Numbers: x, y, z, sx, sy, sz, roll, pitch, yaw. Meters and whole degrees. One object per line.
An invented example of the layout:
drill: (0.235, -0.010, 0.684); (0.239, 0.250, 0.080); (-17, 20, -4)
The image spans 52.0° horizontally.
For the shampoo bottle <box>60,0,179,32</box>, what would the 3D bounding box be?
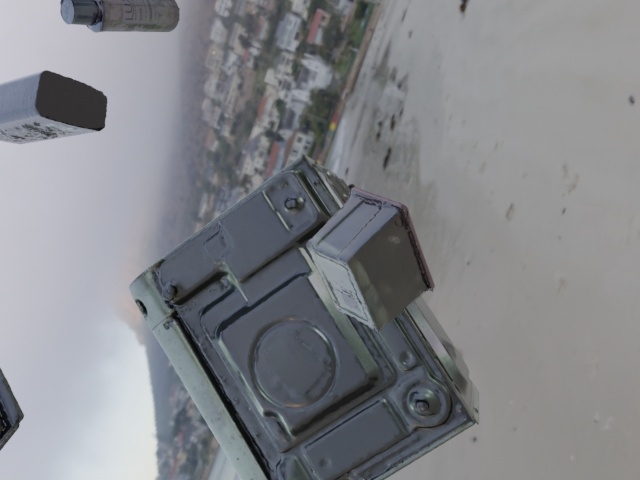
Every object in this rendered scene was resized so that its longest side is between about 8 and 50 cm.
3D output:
shampoo bottle: (-0.344, -0.394, 1.136); (0.214, 0.072, 0.072); (-22, -40, -50)

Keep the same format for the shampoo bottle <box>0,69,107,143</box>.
shampoo bottle: (-0.430, -0.177, 0.933); (0.098, 0.309, 0.071); (8, -96, -50)

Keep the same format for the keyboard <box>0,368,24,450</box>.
keyboard: (-0.380, 0.132, 0.684); (0.094, 0.230, 0.025); (-48, -30, 9)

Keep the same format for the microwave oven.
microwave oven: (-0.017, 0.138, 0.904); (0.333, 0.394, 0.247); (-35, -9, 12)

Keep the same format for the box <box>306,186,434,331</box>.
box: (0.035, 0.015, 0.483); (0.063, 0.060, 0.085); (-39, -51, -21)
